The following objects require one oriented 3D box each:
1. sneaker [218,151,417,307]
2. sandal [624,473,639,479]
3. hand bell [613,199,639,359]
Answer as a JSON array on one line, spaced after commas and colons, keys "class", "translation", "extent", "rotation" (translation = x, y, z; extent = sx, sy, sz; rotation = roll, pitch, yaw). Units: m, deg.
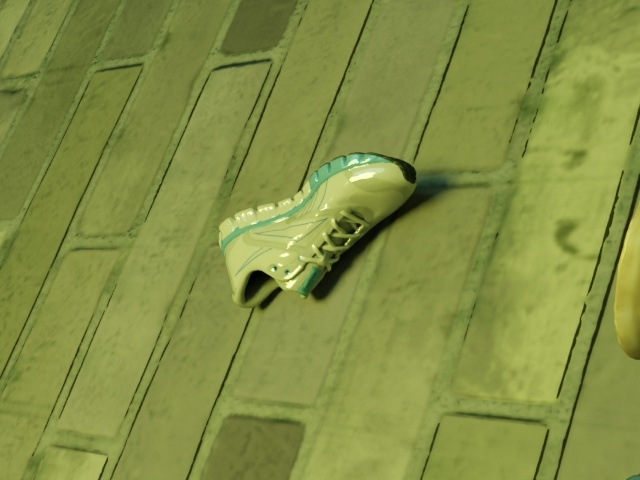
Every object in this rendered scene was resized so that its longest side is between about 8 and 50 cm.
[{"class": "sneaker", "translation": [0.000, 0.000, 0.953], "extent": [0.191, 0.071, 0.082], "rotation": [-29, 50, 35]}, {"class": "sandal", "translation": [0.121, 0.185, 0.580], "extent": [0.317, 0.138, 0.126], "rotation": [-37, 23, -30]}, {"class": "hand bell", "translation": [0.291, 0.037, 0.643], "extent": [0.242, 0.126, 0.126], "rotation": [17, 73, 36]}]
